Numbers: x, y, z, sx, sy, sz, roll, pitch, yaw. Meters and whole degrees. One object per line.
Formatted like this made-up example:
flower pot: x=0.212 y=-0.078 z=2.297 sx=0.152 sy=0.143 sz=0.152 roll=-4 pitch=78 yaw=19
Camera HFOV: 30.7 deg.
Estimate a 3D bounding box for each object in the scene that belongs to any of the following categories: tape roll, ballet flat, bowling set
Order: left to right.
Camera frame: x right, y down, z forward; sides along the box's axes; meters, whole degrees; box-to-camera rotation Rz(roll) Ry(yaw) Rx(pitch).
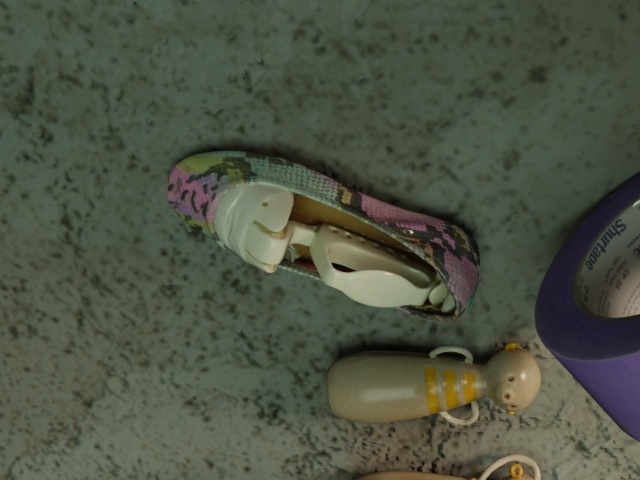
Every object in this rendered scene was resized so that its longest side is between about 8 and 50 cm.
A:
ballet flat: x=0.000 y=0.000 z=0.770 sx=0.222 sy=0.079 sz=0.076 roll=18 pitch=122 yaw=-2
bowling set: x=0.088 y=0.233 z=0.831 sx=0.154 sy=0.199 sz=0.287 roll=-4 pitch=123 yaw=9
tape roll: x=0.225 y=0.025 z=0.686 sx=0.189 sy=0.189 sz=0.080 roll=-36 pitch=108 yaw=25
